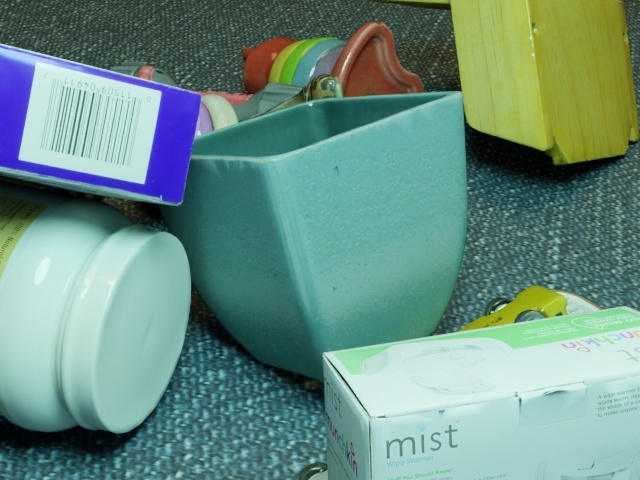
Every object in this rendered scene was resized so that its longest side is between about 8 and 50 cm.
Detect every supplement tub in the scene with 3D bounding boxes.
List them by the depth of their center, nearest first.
[{"bbox_3d":[-0.309,0.056,0.968,0.316,0.228,0.228,12,33,16],"label":"supplement tub"}]

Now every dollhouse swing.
[{"bbox_3d":[0.265,-0.262,1.517,0.305,0.315,0.347,-5,4,37],"label":"dollhouse swing"}]

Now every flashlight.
[{"bbox_3d":[-0.163,-0.205,1.465,0.304,0.103,0.103,6,21,16],"label":"flashlight"}]

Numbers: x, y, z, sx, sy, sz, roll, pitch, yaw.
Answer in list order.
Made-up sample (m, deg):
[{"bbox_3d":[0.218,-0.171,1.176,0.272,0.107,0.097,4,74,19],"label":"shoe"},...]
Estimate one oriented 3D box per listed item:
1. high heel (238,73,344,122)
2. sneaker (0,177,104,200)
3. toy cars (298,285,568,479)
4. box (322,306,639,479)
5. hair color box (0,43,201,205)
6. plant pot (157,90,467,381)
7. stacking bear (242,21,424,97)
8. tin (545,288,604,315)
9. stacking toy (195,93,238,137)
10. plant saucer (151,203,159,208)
[{"bbox_3d":[-0.064,-0.144,1.263,0.186,0.261,0.093,-1,75,-5],"label":"high heel"},{"bbox_3d":[-0.342,-0.064,1.264,0.146,0.122,0.330,-3,32,-5],"label":"sneaker"},{"bbox_3d":[0.114,0.172,0.927,0.176,0.087,0.393,-22,11,43],"label":"toy cars"},{"bbox_3d":[0.144,0.190,0.748,0.262,0.231,0.127,-8,17,-14],"label":"box"},{"bbox_3d":[-0.259,-0.104,0.958,0.185,0.110,0.339,11,1,-25],"label":"hair color box"},{"bbox_3d":[0.000,0.000,1.029,0.248,0.252,0.247,-23,18,-34],"label":"plant pot"},{"bbox_3d":[-0.011,-0.250,1.563,0.289,0.175,0.164,22,69,46],"label":"stacking bear"},{"bbox_3d":[0.291,0.113,1.091,0.106,0.040,0.189,-16,35,-34],"label":"tin"},{"bbox_3d":[-0.270,-0.115,1.204,0.330,0.141,0.141,-1,29,-29],"label":"stacking toy"},{"bbox_3d":[-0.166,-0.086,1.392,0.200,0.037,0.200,1,30,-1],"label":"plant saucer"}]
